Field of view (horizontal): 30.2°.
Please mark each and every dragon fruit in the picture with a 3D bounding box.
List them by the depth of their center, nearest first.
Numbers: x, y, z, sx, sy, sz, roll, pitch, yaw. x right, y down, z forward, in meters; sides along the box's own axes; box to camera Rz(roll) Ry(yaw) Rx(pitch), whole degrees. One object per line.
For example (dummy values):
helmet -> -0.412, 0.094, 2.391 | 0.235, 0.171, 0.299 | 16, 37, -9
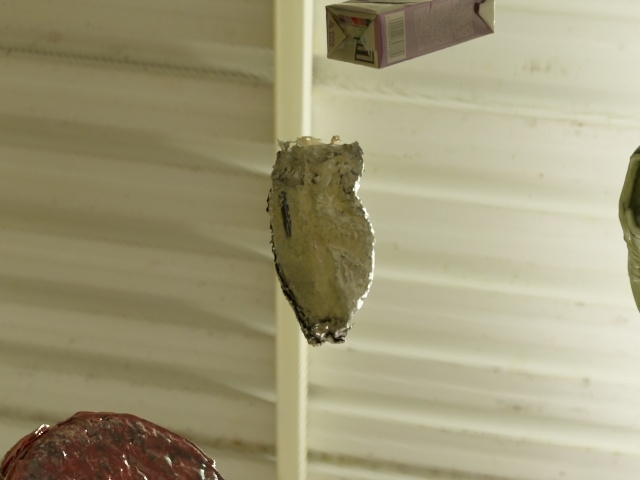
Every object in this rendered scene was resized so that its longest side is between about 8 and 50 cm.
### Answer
dragon fruit -> -0.274, 0.300, 1.345 | 0.317, 0.152, 0.205 | 12, -52, -43

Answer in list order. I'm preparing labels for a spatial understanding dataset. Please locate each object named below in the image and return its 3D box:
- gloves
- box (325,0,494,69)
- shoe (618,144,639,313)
gloves -> -0.004, 0.001, 0.867 | 0.070, 0.114, 0.153 | -7, -82, -12
box -> 0.059, -0.143, 0.766 | 0.050, 0.117, 0.036 | 19, -58, 40
shoe -> 0.376, -0.006, 1.341 | 0.095, 0.110, 0.265 | 19, -59, 38
